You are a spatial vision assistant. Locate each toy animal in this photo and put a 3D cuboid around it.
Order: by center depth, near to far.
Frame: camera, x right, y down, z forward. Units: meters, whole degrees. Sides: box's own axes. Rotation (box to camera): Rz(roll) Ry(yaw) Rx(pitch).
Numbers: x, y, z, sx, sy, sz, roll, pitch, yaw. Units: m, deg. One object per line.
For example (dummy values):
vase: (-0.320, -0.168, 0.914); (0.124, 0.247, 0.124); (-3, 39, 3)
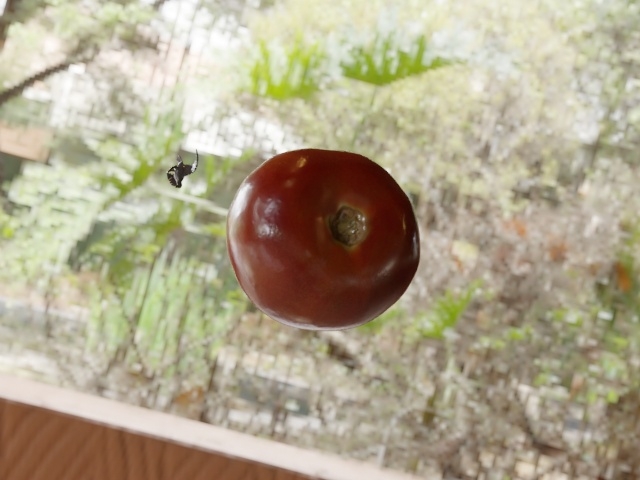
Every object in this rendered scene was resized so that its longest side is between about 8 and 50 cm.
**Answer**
toy animal: (-0.195, -0.093, 1.819); (0.028, 0.050, 0.084); (39, -39, -14)

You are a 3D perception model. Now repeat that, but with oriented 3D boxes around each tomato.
tomato: (0.000, 0.000, 1.305); (0.195, 0.195, 0.136); (15, -21, -18)
